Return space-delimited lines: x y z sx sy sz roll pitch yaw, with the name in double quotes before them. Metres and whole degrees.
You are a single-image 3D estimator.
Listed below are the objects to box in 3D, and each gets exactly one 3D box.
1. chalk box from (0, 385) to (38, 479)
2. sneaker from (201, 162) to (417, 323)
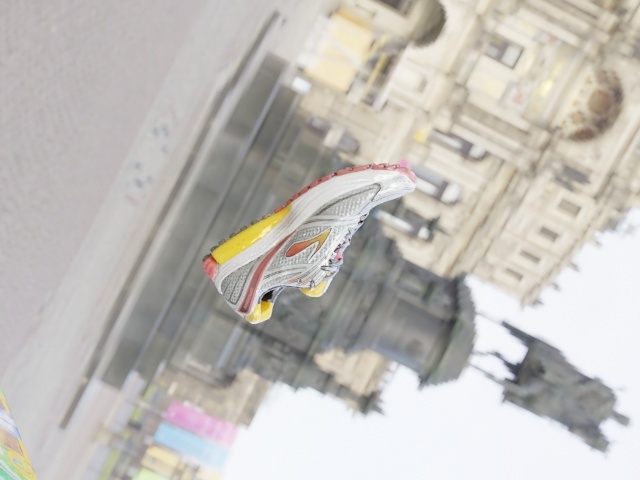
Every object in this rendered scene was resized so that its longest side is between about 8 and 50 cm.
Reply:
"chalk box" -0.299 0.162 0.911 0.132 0.213 0.132 -34 137 -5
"sneaker" 0.000 0.000 1.189 0.225 0.092 0.088 -33 171 19
